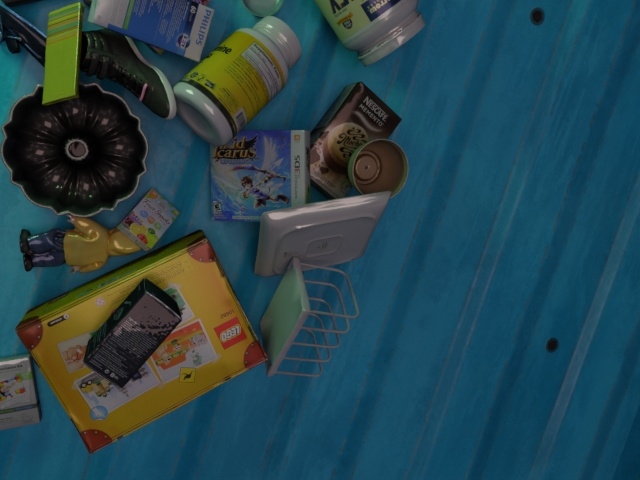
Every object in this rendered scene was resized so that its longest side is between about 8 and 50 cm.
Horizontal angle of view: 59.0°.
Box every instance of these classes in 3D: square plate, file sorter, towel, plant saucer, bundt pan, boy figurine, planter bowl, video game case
[{"bbox_3d":[0.000,0.000,1.538,0.344,0.347,0.049,-11,63,-16],"label":"square plate"},{"bbox_3d":[-0.034,0.220,1.559,0.173,0.192,0.277,10,129,-23],"label":"file sorter"},{"bbox_3d":[-0.589,-0.427,1.299,0.102,0.021,0.237,-8,76,22],"label":"towel"},{"bbox_3d":[-0.159,-0.662,1.525,0.120,0.021,0.119,-3,99,-17],"label":"plant saucer"},{"bbox_3d":[-0.596,-0.225,1.402,0.331,0.124,0.330,-3,99,-17],"label":"bundt pan"},{"bbox_3d":[-0.605,0.004,1.444,0.285,0.092,0.177,-8,125,-18],"label":"boy figurine"},{"bbox_3d":[0.140,-0.192,1.526,0.162,0.109,0.161,-4,102,-20],"label":"planter bowl"},{"bbox_3d":[-0.162,-0.172,1.516,0.270,0.061,0.244,2,98,13],"label":"video game case"}]

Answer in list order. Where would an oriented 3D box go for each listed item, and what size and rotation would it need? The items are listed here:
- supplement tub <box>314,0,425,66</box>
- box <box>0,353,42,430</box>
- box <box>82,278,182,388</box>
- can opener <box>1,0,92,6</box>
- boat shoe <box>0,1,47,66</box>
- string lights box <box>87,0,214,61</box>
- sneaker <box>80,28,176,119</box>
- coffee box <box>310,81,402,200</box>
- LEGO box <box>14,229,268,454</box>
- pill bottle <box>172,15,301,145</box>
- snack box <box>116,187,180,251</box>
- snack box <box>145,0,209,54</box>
[{"bbox_3d":[0.110,-0.656,1.499,0.235,0.235,0.324,-40,108,-8],"label":"supplement tub"},{"bbox_3d":[-0.820,0.398,1.475,0.145,0.038,0.186,-6,99,-17],"label":"box"},{"bbox_3d":[-0.430,0.208,1.303,0.108,0.153,0.207,43,85,-19],"label":"box"},{"bbox_3d":[-0.619,-0.600,1.359,0.281,0.074,0.093,-15,103,-15],"label":"can opener"},{"bbox_3d":[-0.707,-0.476,1.337,0.258,0.109,0.089,37,90,-17],"label":"boat shoe"},{"bbox_3d":[-0.399,-0.535,1.346,0.260,0.077,0.133,12,105,-35],"label":"string lights box"},{"bbox_3d":[-0.475,-0.391,1.352,0.295,0.104,0.147,51,41,11],"label":"sneaker"},{"bbox_3d":[0.066,-0.278,1.606,0.168,0.119,0.297,37,87,-20],"label":"coffee box"},{"bbox_3d":[-0.450,0.249,1.486,0.501,0.193,0.372,-26,105,-12],"label":"LEGO box"},{"bbox_3d":[-0.205,-0.415,1.448,0.188,0.188,0.334,47,70,-19],"label":"pill bottle"},{"bbox_3d":[-0.449,-0.054,1.485,0.100,0.037,0.141,46,49,-20],"label":"snack box"},{"bbox_3d":[-0.401,-0.601,1.409,0.207,0.070,0.174,-49,127,-3],"label":"snack box"}]
